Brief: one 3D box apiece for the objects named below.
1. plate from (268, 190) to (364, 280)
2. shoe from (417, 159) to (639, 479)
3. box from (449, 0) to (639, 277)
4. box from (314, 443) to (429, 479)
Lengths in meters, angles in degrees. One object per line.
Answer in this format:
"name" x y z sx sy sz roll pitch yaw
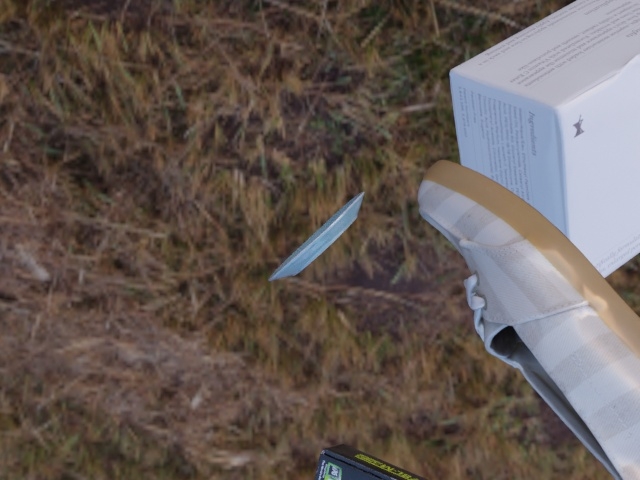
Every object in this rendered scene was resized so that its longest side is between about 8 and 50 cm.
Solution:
"plate" 0.000 0.000 1.600 0.024 0.188 0.188 47 125 -3
"shoe" 0.103 0.043 0.485 0.058 0.219 0.076 -41 145 -1
"box" 0.218 -0.083 0.915 0.181 0.119 0.182 -31 127 -25
"box" 0.065 0.323 1.108 0.184 0.191 0.045 19 -170 34
